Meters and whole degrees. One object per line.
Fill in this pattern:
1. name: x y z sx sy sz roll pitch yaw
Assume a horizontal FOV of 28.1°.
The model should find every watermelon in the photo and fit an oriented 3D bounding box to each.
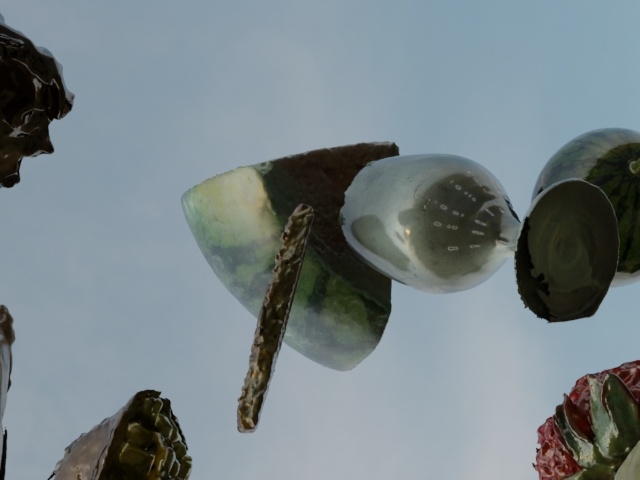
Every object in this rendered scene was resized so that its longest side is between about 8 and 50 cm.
1. watermelon: 0.000 0.000 1.373 0.201 0.213 0.261 -39 -87 -23
2. watermelon: 0.258 -0.039 1.119 0.141 0.140 0.187 -35 -19 -25

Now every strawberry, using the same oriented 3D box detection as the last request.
1. strawberry: 0.267 0.153 1.006 0.228 0.098 0.174 1 -49 -40

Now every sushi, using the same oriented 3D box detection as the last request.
1. sushi: -0.201 0.296 1.259 0.296 0.179 0.167 -65 -29 -18

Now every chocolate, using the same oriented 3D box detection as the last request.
1. chocolate: -0.264 -0.089 0.882 0.224 0.177 0.206 66 -153 -54

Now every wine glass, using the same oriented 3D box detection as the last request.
1. wine glass: 0.126 -0.008 1.079 0.126 0.241 0.126 -8 -77 -36

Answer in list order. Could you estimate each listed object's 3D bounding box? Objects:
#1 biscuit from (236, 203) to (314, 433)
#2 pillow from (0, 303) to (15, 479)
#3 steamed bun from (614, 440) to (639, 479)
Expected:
1. biscuit: -0.043 0.076 1.133 0.025 0.126 0.206 15 -108 1
2. pillow: -0.170 0.132 0.506 0.135 0.034 0.211 -10 -74 -63
3. steamed bun: 0.220 0.122 0.602 0.141 0.155 0.172 -51 -25 -34
